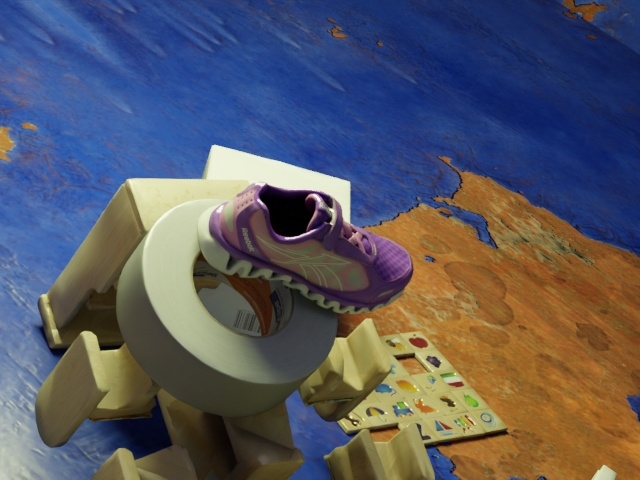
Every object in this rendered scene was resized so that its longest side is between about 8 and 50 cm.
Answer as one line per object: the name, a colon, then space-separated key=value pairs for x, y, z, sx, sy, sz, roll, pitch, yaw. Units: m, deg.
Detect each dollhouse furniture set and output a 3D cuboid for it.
dollhouse furniture set: x=-0.143 y=0.166 z=1.728 sx=0.362 sy=0.256 sz=0.394 roll=-1 pitch=58 yaw=-35

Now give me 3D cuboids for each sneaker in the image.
sneaker: x=0.000 y=0.000 z=1.593 sx=0.236 sy=0.104 sz=0.095 roll=16 pitch=48 yaw=-26

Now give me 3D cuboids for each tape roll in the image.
tape roll: x=-0.094 y=0.066 z=1.602 sx=0.219 sy=0.072 sz=0.219 roll=19 pitch=48 yaw=-23

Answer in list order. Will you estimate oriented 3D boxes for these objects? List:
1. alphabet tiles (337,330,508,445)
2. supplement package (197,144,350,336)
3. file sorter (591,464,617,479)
alphabet tiles: x=0.093 y=0.188 z=1.994 sx=0.237 sy=0.009 sz=0.198 roll=-4 pitch=39 yaw=-38
supplement package: x=-0.073 y=0.009 z=2.026 sx=0.194 sy=0.149 sz=0.203 roll=15 pitch=30 yaw=-7
file sorter: x=0.281 y=0.402 z=1.585 sx=0.173 sy=0.193 sz=0.277 roll=31 pitch=30 yaw=9
